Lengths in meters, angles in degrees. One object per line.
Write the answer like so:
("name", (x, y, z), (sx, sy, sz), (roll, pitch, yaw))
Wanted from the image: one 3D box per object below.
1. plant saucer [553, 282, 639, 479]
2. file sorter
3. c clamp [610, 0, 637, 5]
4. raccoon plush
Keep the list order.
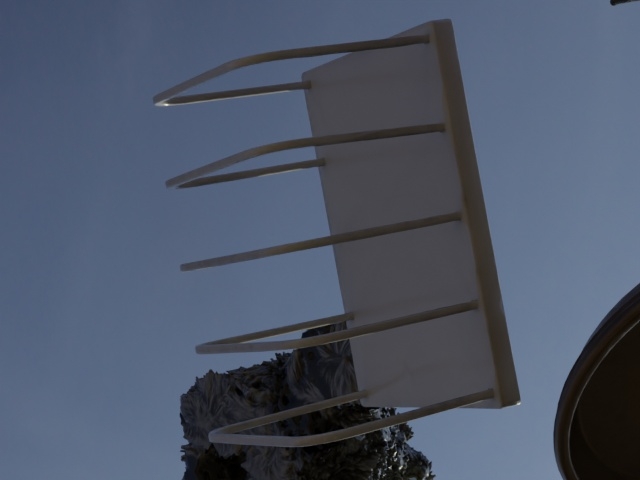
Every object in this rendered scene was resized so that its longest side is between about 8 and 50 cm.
("plant saucer", (0.278, 0.087, 0.908), (0.278, 0.041, 0.278), (-7, -48, -8))
("file sorter", (0.000, 0.000, 1.038), (0.173, 0.193, 0.277), (-10, -91, -31))
("c clamp", (0.284, -0.127, 1.112), (0.022, 0.137, 0.160), (3, -97, -32))
("raccoon plush", (0.066, 0.191, 1.465), (0.299, 0.446, 0.216), (-11, -100, -41))
